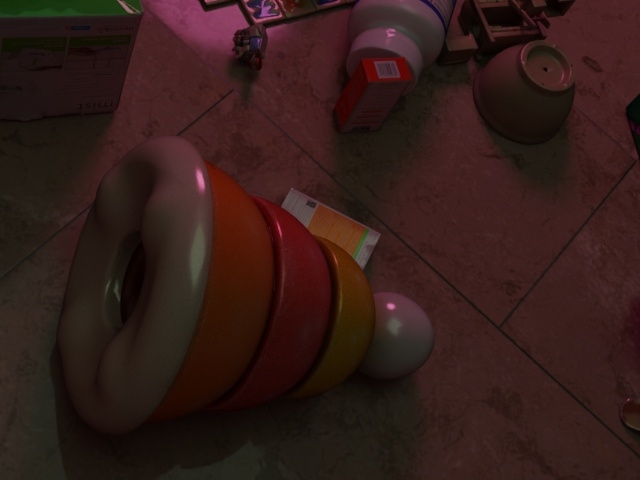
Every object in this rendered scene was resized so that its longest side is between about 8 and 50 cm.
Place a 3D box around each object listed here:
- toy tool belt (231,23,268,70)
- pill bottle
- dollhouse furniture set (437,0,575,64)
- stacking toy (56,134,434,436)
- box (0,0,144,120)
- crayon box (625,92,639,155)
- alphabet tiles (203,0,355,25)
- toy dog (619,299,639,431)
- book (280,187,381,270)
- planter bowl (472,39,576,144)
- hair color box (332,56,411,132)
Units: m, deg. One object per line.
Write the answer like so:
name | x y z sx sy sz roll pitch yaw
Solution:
toy tool belt | -0.110 -0.287 1.633 0.051 0.052 0.083 -2 57 15
pill bottle | 0.129 -0.357 1.686 0.152 0.152 0.272 23 60 -7
dollhouse furniture set | 0.282 -0.375 1.742 0.182 0.161 0.101 -10 68 -24
stacking toy | -0.049 0.093 1.347 0.480 0.350 0.351 15 59 -29
box | -0.385 -0.267 1.415 0.262 0.231 0.127 -7 67 -22
crayon box | 0.666 -0.168 1.817 0.278 0.081 0.165 0 64 -19
alphabet tiles | -0.071 -0.483 1.762 0.342 0.011 0.285 -20 72 -27
toy dog | 0.521 0.191 1.530 0.161 0.220 0.334 15 48 -37
book | 0.000 0.000 1.530 0.144 0.035 0.096 29 62 -3
planter bowl | 0.338 -0.250 1.729 0.162 0.109 0.162 8 61 -15
hair color box | 0.074 -0.212 1.598 0.072 0.141 0.043 -6 66 -22
